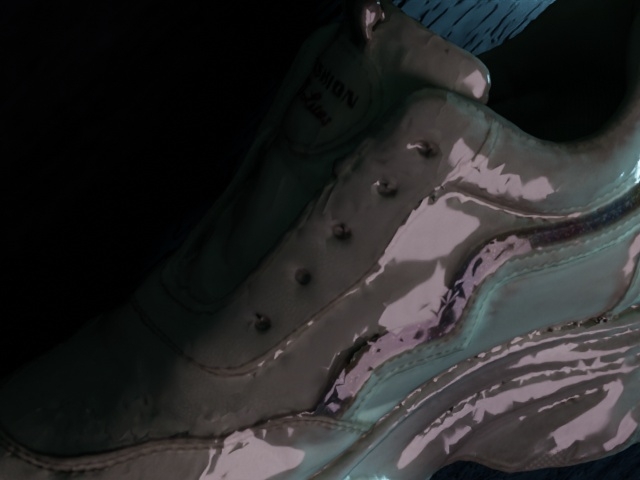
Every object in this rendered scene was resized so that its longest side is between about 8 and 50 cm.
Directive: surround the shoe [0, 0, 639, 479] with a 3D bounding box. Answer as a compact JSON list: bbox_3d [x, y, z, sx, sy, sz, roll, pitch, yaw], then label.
[{"bbox_3d":[0.005,0.003,0.578,0.342,0.132,0.211,-17,122,-20],"label":"shoe"}]
